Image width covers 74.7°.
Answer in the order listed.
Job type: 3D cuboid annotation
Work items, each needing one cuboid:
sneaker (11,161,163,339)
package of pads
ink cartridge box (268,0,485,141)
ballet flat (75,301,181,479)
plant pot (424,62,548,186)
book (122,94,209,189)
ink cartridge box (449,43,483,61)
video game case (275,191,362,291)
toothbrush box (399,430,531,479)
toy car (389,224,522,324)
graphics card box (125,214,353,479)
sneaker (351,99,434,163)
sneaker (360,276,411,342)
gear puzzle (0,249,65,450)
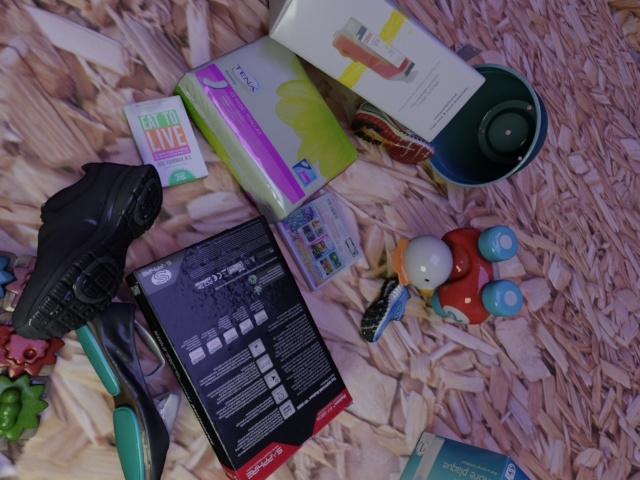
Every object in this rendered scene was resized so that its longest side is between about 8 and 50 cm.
[{"bbox_3d":[-0.331,0.001,0.578,0.130,0.109,0.286,12,51,5],"label":"sneaker"},{"bbox_3d":[-0.086,-0.215,0.787,0.229,0.101,0.296,-42,103,-31],"label":"package of pads"},{"bbox_3d":[0.096,-0.404,0.838,0.385,0.160,0.279,25,33,-26],"label":"ink cartridge box"},{"bbox_3d":[-0.258,0.216,0.600,0.096,0.095,0.280,-18,90,-45],"label":"ballet flat"},{"bbox_3d":[0.433,-0.275,1.042,0.255,0.272,0.271,-12,87,-47],"label":"plant pot"},{"bbox_3d":[-0.262,-0.164,0.711,0.096,0.035,0.144,-22,94,-29],"label":"book"},{"bbox_3d":[0.365,-0.495,1.119,0.063,0.115,0.029,3,79,-32],"label":"ink cartridge box"},{"bbox_3d":[0.000,0.000,0.847,0.143,0.019,0.157,-33,99,-32],"label":"video game case"},{"bbox_3d":[0.234,0.535,0.767,0.126,0.216,0.295,46,61,-15],"label":"toothbrush box"},{"bbox_3d":[0.248,0.070,0.887,0.238,0.219,0.210,4,78,-17],"label":"toy car"},{"bbox_3d":[-0.123,0.169,0.690,0.233,0.094,0.370,-29,97,-33],"label":"graphics card box"},{"bbox_3d":[0.180,-0.255,0.971,0.225,0.088,0.092,26,66,-26],"label":"sneaker"},{"bbox_3d":[0.148,0.152,0.883,0.073,0.063,0.162,49,60,-18],"label":"sneaker"},{"bbox_3d":[-0.427,0.172,0.517,0.176,0.044,0.338,17,70,-33],"label":"gear puzzle"}]
